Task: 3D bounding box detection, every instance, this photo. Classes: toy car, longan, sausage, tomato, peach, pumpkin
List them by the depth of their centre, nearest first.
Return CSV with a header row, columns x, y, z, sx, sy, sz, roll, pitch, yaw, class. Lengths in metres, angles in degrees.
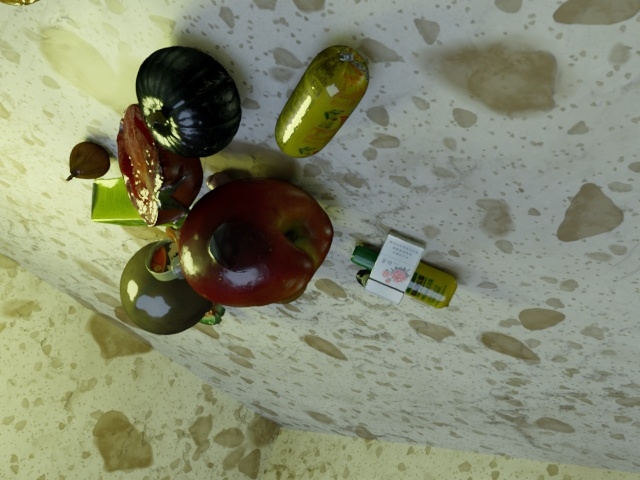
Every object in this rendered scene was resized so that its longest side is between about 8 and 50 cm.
x,y,z,sx,sy,sz,roll,pitch,yaw,class
-0.004,-0.272,1.251,0.123,0.123,0.347,28,151,-10,sausage
-0.298,-0.295,1.336,0.250,0.216,0.249,23,131,29,pumpkin
-0.395,-0.200,1.574,0.170,0.308,0.309,-10,173,-38,tomato
-0.178,0.007,1.578,0.406,0.335,0.310,-6,-175,16,peach
-0.449,0.044,1.958,0.235,0.235,0.145,5,147,29,toy car
-0.531,0.168,2.165,0.361,0.361,0.361,17,151,10,longan

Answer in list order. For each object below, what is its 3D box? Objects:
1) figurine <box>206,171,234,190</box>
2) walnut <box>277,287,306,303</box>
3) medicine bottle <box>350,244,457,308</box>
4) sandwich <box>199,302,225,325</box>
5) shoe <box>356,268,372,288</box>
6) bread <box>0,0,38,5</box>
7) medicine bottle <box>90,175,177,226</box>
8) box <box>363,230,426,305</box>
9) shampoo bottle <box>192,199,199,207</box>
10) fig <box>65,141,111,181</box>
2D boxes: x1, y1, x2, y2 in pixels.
x,y,z,sx,sy,sz,roll,pitch,yaw,class
-0.274,-0.156,1.695,0.083,0.067,0.071,7,172,-4,figurine
-0.144,0.105,1.929,0.226,0.193,0.193,9,148,31,walnut
0.233,0.095,1.742,0.309,0.076,0.111,24,117,6,medicine bottle
-0.488,0.258,2.513,0.185,0.109,0.159,9,128,27,sandwich
0.163,0.120,1.850,0.169,0.071,0.099,21,-172,-46,shoe
-0.563,-0.593,1.023,0.398,0.215,0.398,22,155,11,bread
-0.561,-0.115,1.854,0.250,0.141,0.137,-1,176,32,medicine bottle
0.203,0.078,1.682,0.109,0.029,0.198,23,119,5,box
-0.348,-0.063,1.923,0.077,0.045,0.152,11,147,17,shampoo bottle
-0.689,-0.214,1.809,0.119,0.153,0.119,10,157,4,fig
